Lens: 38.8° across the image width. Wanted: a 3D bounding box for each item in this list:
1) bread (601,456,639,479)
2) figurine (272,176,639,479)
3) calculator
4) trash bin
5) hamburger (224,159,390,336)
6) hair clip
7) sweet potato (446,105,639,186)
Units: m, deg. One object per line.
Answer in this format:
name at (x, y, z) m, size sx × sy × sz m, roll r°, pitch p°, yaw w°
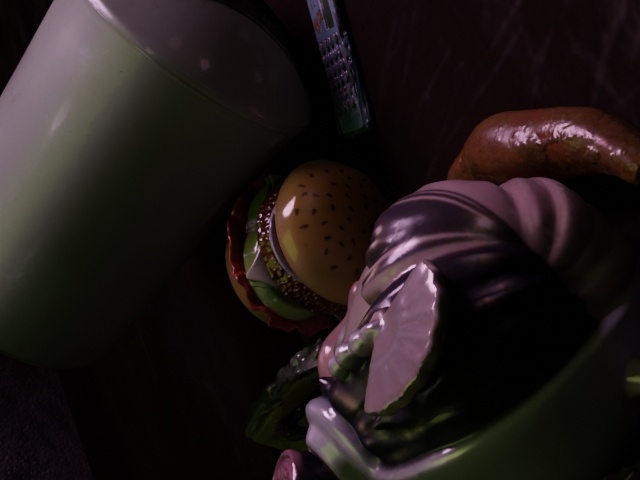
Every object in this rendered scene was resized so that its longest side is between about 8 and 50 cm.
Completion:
bread at (0.215, 0.240, 0.672) m, size 0.119 × 0.067 × 0.192 m, roll 2°, pitch 104°, yaw 63°
figurine at (0.108, 0.101, 0.664) m, size 0.211 × 0.253 × 0.361 m, roll 26°, pitch 145°, yaw 6°
calculator at (0.015, -0.188, 0.908) m, size 0.057 × 0.018 × 0.172 m, roll -18°, pitch 85°, yaw 62°
trash bin at (-0.211, -0.097, 0.962) m, size 0.432 × 0.280 × 0.280 m, roll -50°, pitch 52°, yaw 20°
hamburger at (-0.001, 0.002, 0.880) m, size 0.137 × 0.175 × 0.175 m, roll -28°, pitch 77°, yaw 50°
hair clip at (0.010, 0.161, 0.989) m, size 0.321 × 0.138 × 0.091 m, roll 128°, pitch 162°, yaw -58°
sweet potato at (0.150, -0.060, 0.665) m, size 0.078 × 0.058 × 0.255 m, roll 57°, pitch 159°, yaw -7°
